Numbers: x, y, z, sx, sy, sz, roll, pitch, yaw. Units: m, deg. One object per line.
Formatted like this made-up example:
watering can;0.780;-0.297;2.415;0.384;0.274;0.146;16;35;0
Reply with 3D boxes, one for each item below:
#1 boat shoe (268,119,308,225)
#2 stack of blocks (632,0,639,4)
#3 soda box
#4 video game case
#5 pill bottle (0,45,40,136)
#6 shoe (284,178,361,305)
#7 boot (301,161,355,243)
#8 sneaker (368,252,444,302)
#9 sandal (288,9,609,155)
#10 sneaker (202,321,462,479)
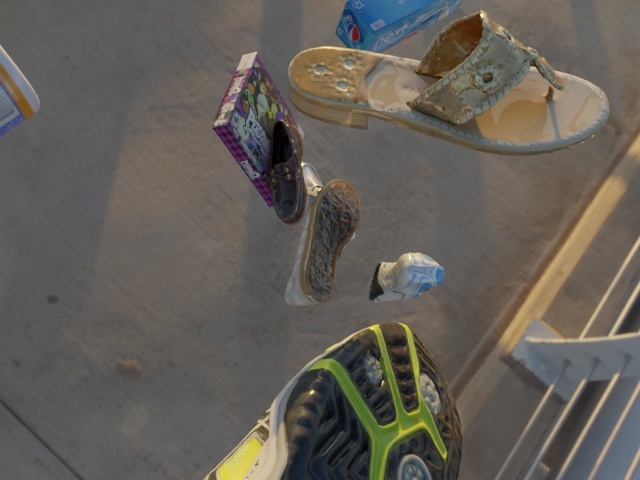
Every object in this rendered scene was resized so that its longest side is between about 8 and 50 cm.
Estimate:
boat shoe;-0.070;-0.133;1.244;0.073;0.073;0.207;-13;67;19
stack of blocks;0.394;-0.412;0.803;0.297;0.171;0.087;14;67;-17
soda box;0.128;-0.352;0.971;0.210;0.071;0.067;-33;79;-23
video game case;-0.117;-0.220;1.294;0.041;0.232;0.210;-6;49;26
pill bottle;-0.515;-0.154;0.813;0.272;0.152;0.152;-41;79;-17
shoe;0.000;0.000;0.897;0.076;0.058;0.219;36;48;-19
boot;0.012;-0.084;1.407;0.095;0.123;0.258;4;59;-40
sneaker;0.150;0.076;1.182;0.086;0.237;0.085;18;77;-11
sandal;0.095;-0.121;0.451;0.239;0.079;0.088;6;58;3
sneaker;-0.033;0.177;0.403;0.384;0.147;0.145;-36;98;-49
